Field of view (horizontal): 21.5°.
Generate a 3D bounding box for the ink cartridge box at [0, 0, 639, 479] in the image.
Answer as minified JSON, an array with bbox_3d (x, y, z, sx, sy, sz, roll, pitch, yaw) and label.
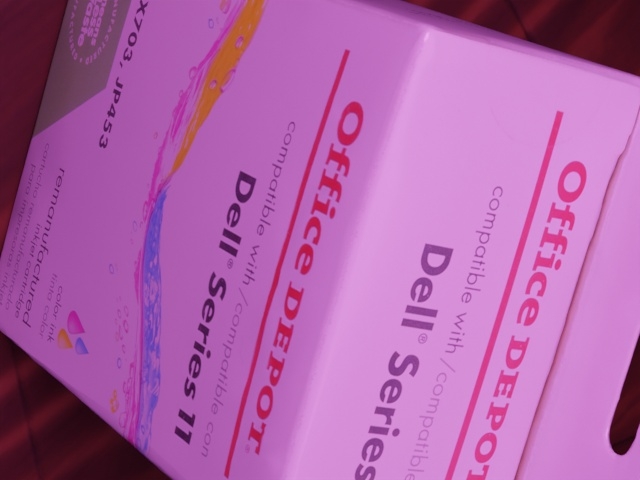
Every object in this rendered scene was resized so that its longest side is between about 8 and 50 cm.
[{"bbox_3d":[0.000,0.000,0.693,0.119,0.353,0.207,10,100,-35],"label":"ink cartridge box"}]
